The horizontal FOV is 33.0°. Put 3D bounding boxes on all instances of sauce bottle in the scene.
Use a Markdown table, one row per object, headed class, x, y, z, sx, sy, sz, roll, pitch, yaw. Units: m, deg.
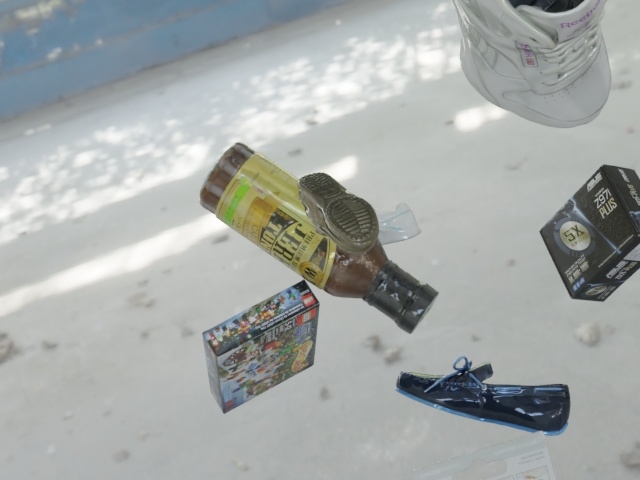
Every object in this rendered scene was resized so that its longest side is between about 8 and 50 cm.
| class | x | y | z | sx | sy | sz | roll | pitch | yaw |
| --- | --- | --- | --- | --- | --- | --- | --- | --- | --- |
| sauce bottle | 0.000 | 0.000 | 1.450 | 0.344 | 0.111 | 0.111 | 33 | 37 | 9 |

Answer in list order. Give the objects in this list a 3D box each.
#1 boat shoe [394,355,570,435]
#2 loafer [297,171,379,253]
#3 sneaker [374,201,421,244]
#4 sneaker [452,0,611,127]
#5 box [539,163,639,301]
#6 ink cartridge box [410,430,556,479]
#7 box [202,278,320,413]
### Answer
| class | x | y | z | sx | sy | sz | roll | pitch | yaw |
| --- | --- | --- | --- | --- | --- | --- | --- | --- | --- |
| boat shoe | 0.243 | 0.221 | 1.615 | 0.258 | 0.089 | 0.109 | 12 | 0 | 2 |
| loafer | 0.022 | -0.025 | 1.196 | 0.056 | 0.050 | 0.148 | -19 | 38 | -15 |
| sneaker | 0.076 | -0.013 | 1.661 | 0.152 | 0.061 | 0.054 | -20 | 2 | -5 |
| sneaker | 0.172 | -0.172 | 0.869 | 0.114 | 0.305 | 0.152 | -45 | 45 | 3 |
| box | 0.463 | -0.010 | 1.770 | 0.077 | 0.180 | 0.147 | 6 | 50 | -31 |
| ink cartridge box | 0.216 | 0.365 | 1.267 | 0.189 | 0.066 | 0.232 | -23 | 55 | 25 |
| box | -0.083 | 0.155 | 1.534 | 0.159 | 0.233 | 0.044 | -27 | 67 | -15 |
